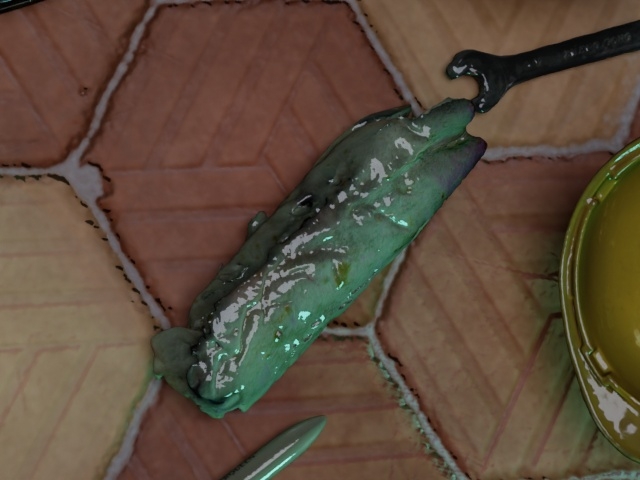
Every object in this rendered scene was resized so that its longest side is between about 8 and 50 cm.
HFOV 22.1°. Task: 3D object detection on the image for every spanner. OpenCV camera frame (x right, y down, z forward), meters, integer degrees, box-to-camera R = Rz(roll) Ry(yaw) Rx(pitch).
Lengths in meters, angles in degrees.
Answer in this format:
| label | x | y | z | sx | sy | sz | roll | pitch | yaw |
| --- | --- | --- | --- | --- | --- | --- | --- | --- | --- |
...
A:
| label | x | y | z | sx | sy | sz | roll | pitch | yaw |
| --- | --- | --- | --- | --- | --- | --- | --- | --- | --- |
| spanner | 0.216 | -0.154 | 1.302 | 0.254 | 0.015 | 0.054 | -17 | 90 | -17 |

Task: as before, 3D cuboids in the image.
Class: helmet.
| label | x | y | z | sx | sy | sz | roll | pitch | yaw |
| --- | --- | --- | --- | --- | --- | --- | --- | --- | --- |
| helmet | 0.290 | 0.037 | 1.234 | 0.205 | 0.140 | 0.257 | 2 | 94 | 17 |

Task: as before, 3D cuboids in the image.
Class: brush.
| label | x | y | z | sx | sy | sz | roll | pitch | yaw |
| --- | --- | --- | --- | --- | --- | --- | --- | --- | --- |
| brush | -0.108 | 0.215 | 1.154 | 0.299 | 0.039 | 0.042 | -34 | 54 | -19 |

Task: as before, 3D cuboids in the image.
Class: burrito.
| label | x | y | z | sx | sy | sz | roll | pitch | yaw |
| --- | --- | --- | --- | --- | --- | --- | --- | --- | --- |
| burrito | 0.003 | 0.002 | 1.195 | 0.309 | 0.066 | 0.096 | -46 | 101 | -16 |

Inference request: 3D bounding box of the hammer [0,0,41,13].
| label | x | y | z | sx | sy | sz | roll | pitch | yaw |
| --- | --- | --- | --- | --- | --- | --- | --- | --- | --- |
| hammer | -0.295 | -0.255 | 1.158 | 0.290 | 0.037 | 0.137 | 18 | 77 | -14 |
